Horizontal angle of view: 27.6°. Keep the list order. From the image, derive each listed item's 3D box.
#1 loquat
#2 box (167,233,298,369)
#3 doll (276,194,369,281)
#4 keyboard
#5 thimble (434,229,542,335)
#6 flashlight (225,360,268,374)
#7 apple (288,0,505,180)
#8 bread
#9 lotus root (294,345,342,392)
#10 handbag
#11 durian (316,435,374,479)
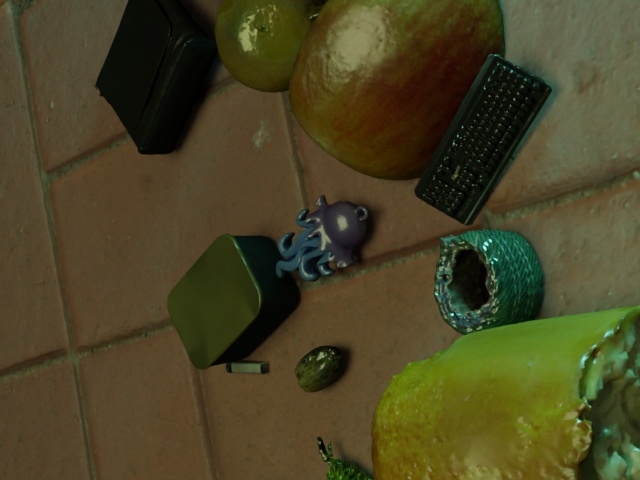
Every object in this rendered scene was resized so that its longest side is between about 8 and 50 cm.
[{"bbox_3d":[-0.060,-0.299,1.860,0.204,0.149,0.172,-14,78,34],"label":"loquat"},{"bbox_3d":[-0.133,0.092,1.997,0.201,0.090,0.144,-47,60,36],"label":"box"},{"bbox_3d":[0.000,0.000,1.873,0.206,0.067,0.110,-32,81,40],"label":"doll"},{"bbox_3d":[0.204,-0.124,1.657,0.094,0.025,0.230,29,123,4],"label":"keyboard"},{"bbox_3d":[0.210,0.054,1.645,0.118,0.090,0.135,-7,85,43],"label":"thimble"},{"bbox_3d":[-0.115,0.198,2.035,0.083,0.018,0.018,-4,91,46],"label":"flashlight"},{"bbox_3d":[0.102,-0.235,1.715,0.346,0.254,0.179,-60,13,30],"label":"apple"},{"bbox_3d":[0.240,0.271,1.482,0.394,0.250,0.361,-11,84,37],"label":"bread"},{"bbox_3d":[0.001,0.183,1.893,0.099,0.049,0.054,-44,54,38],"label":"lotus root"},{"bbox_3d":[-0.269,-0.287,2.129,0.223,0.080,0.247,55,130,37],"label":"handbag"},{"bbox_3d":[0.037,0.384,1.854,0.100,0.086,0.215,-13,85,59],"label":"durian"}]
